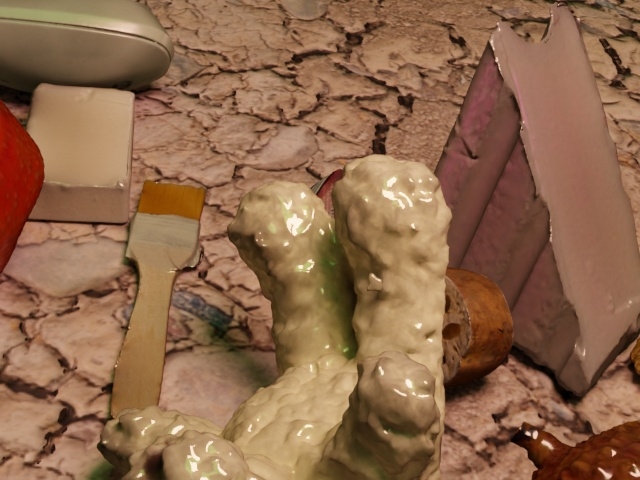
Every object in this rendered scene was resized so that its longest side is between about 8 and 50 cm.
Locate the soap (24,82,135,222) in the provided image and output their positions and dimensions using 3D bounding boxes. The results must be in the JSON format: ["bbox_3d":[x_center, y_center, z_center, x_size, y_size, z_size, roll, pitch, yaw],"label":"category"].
[{"bbox_3d":[-0.272,-0.101,1.149,0.121,0.064,0.183,3,42,-10],"label":"soap"}]

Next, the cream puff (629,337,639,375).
[{"bbox_3d":[0.354,0.116,1.042,0.083,0.058,0.083,-17,45,-27],"label":"cream puff"}]

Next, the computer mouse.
[{"bbox_3d":[-0.320,-0.221,1.224,0.288,0.159,0.097,-5,80,-11],"label":"computer mouse"}]

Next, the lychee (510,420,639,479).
[{"bbox_3d":[0.245,0.228,0.800,0.200,0.200,0.238,-29,67,-36],"label":"lychee"}]

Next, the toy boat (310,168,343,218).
[{"bbox_3d":[0.000,0.000,1.112,0.080,0.046,0.229,16,40,2],"label":"toy boat"}]

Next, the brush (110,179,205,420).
[{"bbox_3d":[-0.168,0.054,1.031,0.085,0.020,0.336,8,42,-4],"label":"brush"}]

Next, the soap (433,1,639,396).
[{"bbox_3d":[0.251,-0.040,1.027,0.159,0.302,0.258,-20,49,-40],"label":"soap"}]

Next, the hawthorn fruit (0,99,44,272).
[{"bbox_3d":[-0.374,-0.031,0.958,0.205,0.205,0.253,8,46,-3],"label":"hawthorn fruit"}]

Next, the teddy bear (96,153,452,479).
[{"bbox_3d":[-0.068,0.139,0.748,0.327,0.375,0.362,-9,0,44],"label":"teddy bear"}]

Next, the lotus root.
[{"bbox_3d":[0.130,0.080,0.994,0.081,0.112,0.122,-4,42,-27],"label":"lotus root"}]
